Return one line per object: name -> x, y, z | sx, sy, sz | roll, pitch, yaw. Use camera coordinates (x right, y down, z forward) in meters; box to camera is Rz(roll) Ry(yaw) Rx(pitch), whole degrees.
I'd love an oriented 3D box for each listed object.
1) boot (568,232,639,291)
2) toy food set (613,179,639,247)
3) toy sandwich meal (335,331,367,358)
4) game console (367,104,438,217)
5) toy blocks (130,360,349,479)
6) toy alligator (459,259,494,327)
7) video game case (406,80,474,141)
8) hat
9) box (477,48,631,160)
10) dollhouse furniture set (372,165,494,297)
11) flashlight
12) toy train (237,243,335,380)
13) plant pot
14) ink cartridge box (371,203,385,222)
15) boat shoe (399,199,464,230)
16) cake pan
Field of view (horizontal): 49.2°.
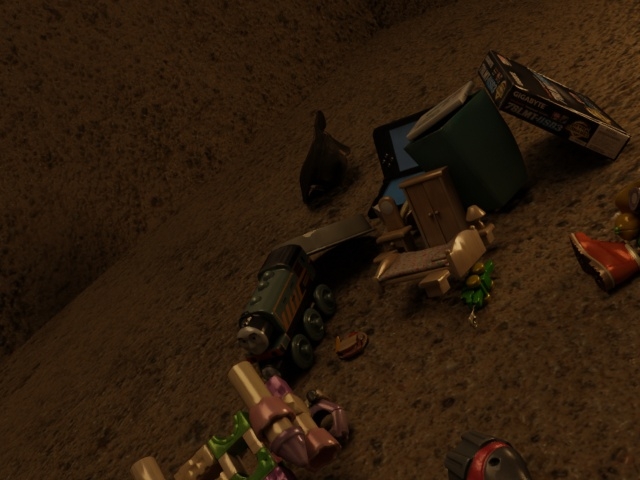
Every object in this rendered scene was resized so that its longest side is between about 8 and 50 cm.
boot -> 0.500, 0.024, 1.232 | 0.084, 0.059, 0.158 | -29, 31, 5
toy food set -> 0.547, -0.039, 1.137 | 0.071, 0.128, 0.218 | -16, -1, -17
toy sandwich meal -> 0.061, 0.216, 1.475 | 0.085, 0.029, 0.085 | -29, 23, 13
game console -> 0.251, -0.222, 1.934 | 0.293, 0.250, 0.173 | -14, 3, 40
toy blocks -> -0.076, 0.398, 1.120 | 0.288, 0.309, 0.260 | -45, 55, 3
toy alligator -> 0.293, 0.103, 1.349 | 0.051, 0.056, 0.189 | -17, 28, 37
video game case -> 0.280, -0.302, 1.629 | 0.157, 0.019, 0.143 | -33, 11, 35
hat -> 0.027, -0.256, 2.283 | 0.134, 0.331, 0.331 | 14, 35, 5
box -> 0.520, -0.314, 1.594 | 0.295, 0.293, 0.073 | -84, 20, -62
dollhouse furniture set -> 0.171, -0.010, 1.474 | 0.303, 0.174, 0.355 | -17, 12, 38
flashlight -> 0.285, 0.324, 0.854 | 0.103, 0.103, 0.304 | -40, 22, -22
toy train -> -0.083, 0.160, 1.577 | 0.142, 0.190, 0.334 | -21, 26, 31
plant pot -> 0.350, -0.188, 1.607 | 0.166, 0.234, 0.165 | -43, 9, -22
ink cartridge box -> 0.173, -0.074, 1.884 | 0.028, 0.048, 0.083 | -36, 23, -4
boat shoe -> 0.310, -0.110, 1.714 | 0.257, 0.095, 0.095 | -38, 28, -10
cake pan -> 0.000, 0.000, 1.804 | 0.293, 0.054, 0.293 | -21, -1, 0
